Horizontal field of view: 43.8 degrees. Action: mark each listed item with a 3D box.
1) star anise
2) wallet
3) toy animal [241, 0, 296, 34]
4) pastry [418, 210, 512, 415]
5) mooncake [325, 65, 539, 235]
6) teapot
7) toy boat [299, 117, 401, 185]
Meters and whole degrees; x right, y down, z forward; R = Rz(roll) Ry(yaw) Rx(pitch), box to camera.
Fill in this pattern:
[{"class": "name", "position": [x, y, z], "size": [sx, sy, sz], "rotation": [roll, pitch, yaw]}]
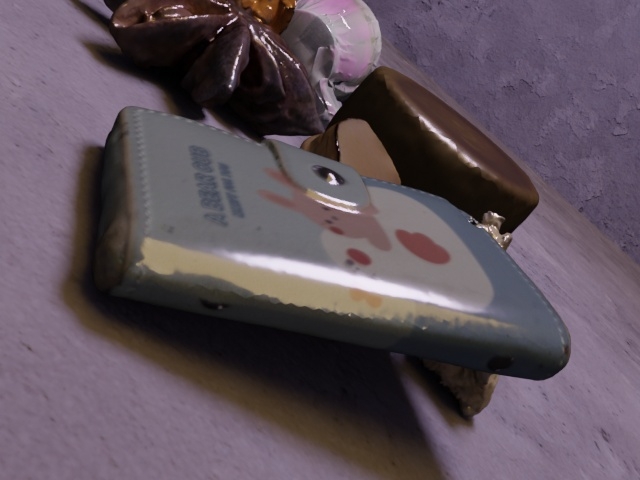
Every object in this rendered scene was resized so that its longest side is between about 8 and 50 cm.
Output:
[{"class": "star anise", "position": [-0.115, -0.216, 0.913], "size": [0.315, 0.108, 0.315], "rotation": [40, 18, -16]}, {"class": "wallet", "position": [0.000, 0.000, 0.635], "size": [0.360, 0.083, 0.252], "rotation": [15, 26, -24]}, {"class": "toy animal", "position": [-0.059, -0.375, 1.106], "size": [0.114, 0.255, 0.116], "rotation": [27, -12, -8]}, {"class": "pastry", "position": [0.149, 0.070, 0.827], "size": [0.089, 0.121, 0.258], "rotation": [15, 27, 6]}, {"class": "mooncake", "position": [0.140, -0.093, 1.069], "size": [0.284, 0.155, 0.284], "rotation": [34, 22, -16]}, {"class": "teapot", "position": [-0.008, -0.263, 1.207], "size": [0.163, 0.222, 0.178], "rotation": [8, 20, 21]}, {"class": "toy boat", "position": [0.035, -0.067, 0.883], "size": [0.116, 0.061, 0.188], "rotation": [32, 37, -30]}]
